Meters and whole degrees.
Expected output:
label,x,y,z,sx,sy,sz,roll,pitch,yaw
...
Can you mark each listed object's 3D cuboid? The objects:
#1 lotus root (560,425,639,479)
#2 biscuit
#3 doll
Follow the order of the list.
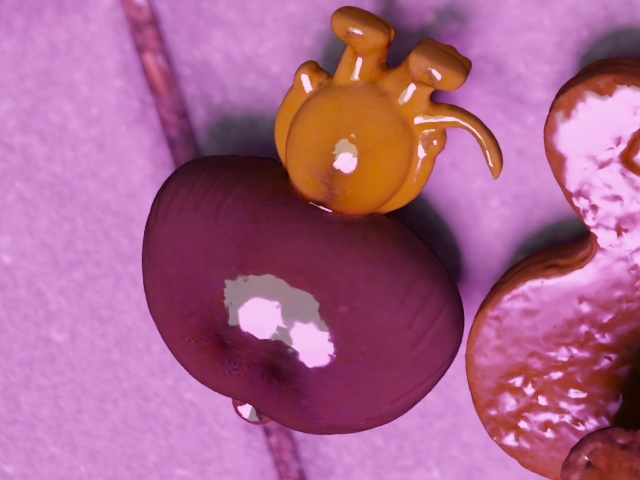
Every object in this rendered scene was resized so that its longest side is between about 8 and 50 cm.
label,x,y,z,sx,sy,sz,roll,pitch,yaw
lotus root,0.172,0.158,0.433,0.110,0.097,0.258,9,144,45
biscuit,0.177,-0.005,0.409,0.197,0.049,0.301,45,121,-3
doll,0.009,0.003,0.460,0.145,0.096,0.188,45,111,-8
